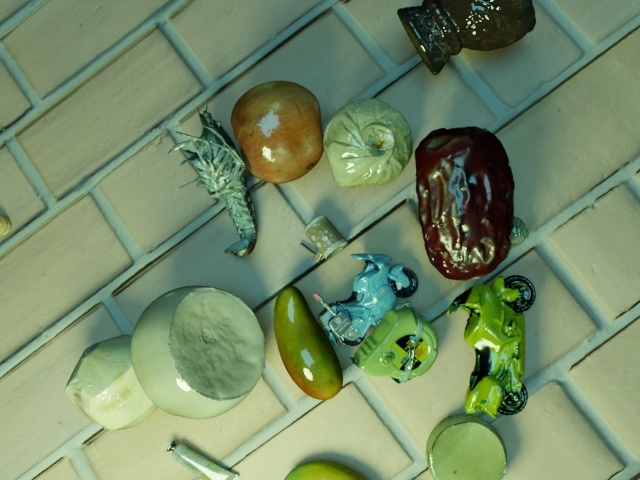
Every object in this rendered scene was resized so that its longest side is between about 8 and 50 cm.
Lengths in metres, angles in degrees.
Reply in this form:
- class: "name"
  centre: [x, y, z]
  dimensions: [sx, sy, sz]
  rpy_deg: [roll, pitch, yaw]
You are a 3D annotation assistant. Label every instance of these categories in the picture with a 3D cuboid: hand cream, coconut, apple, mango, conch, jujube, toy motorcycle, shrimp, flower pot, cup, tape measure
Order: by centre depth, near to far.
- class: "jujube"
  centre: [0.342, -0.097, 1.383]
  dimensions: [0.259, 0.258, 0.376]
  rpy_deg: [-13, 86, 6]
- class: "toy motorcycle"
  centre: [0.402, 0.244, 1.384]
  dimensions: [0.206, 0.142, 0.341]
  rpy_deg: [5, 81, 10]
- class: "mango"
  centre: [0.034, 0.611, 1.410]
  dimensions: [0.238, 0.091, 0.137]
  rpy_deg: [32, 82, 11]
- class: "tape measure"
  centre: [0.196, 0.254, 1.415]
  dimensions: [0.175, 0.106, 0.200]
  rpy_deg: [34, 90, -18]
- class: "mango"
  centre: [-0.041, 0.260, 1.442]
  dimensions: [0.129, 0.146, 0.289]
  rpy_deg: [-21, 73, -8]
- class: "coconut"
  centre: [-0.513, 0.346, 1.444]
  dimensions: [0.242, 0.241, 0.241]
  rpy_deg: [-1, 82, 8]
- class: "toy motorcycle"
  centre: [0.103, 0.134, 1.446]
  dimensions: [0.272, 0.123, 0.182]
  rpy_deg: [-43, 94, -7]
- class: "flower pot"
  centre: [0.351, -0.567, 1.452]
  dimensions: [0.267, 0.266, 0.266]
  rpy_deg: [-30, 79, 12]
- class: "conch"
  centre: [0.478, -0.031, 1.455]
  dimensions: [0.086, 0.056, 0.076]
  rpy_deg: [12, 71, 8]
- class: "apple"
  centre: [-0.100, -0.276, 1.476]
  dimensions: [0.254, 0.253, 0.253]
  rpy_deg: [-1, 82, 8]
- class: "hand cream"
  centre: [-0.305, 0.578, 1.485]
  dimensions: [0.195, 0.042, 0.067]
  rpy_deg: [31, 86, 6]
- class: "cup"
  centre: [0.006, -0.004, 1.515]
  dimensions: [0.074, 0.102, 0.099]
  rpy_deg: [-29, 75, -36]
- class: "shrimp"
  centre: [-0.261, -0.157, 1.522]
  dimensions: [0.222, 0.166, 0.410]
  rpy_deg: [-18, 104, 46]

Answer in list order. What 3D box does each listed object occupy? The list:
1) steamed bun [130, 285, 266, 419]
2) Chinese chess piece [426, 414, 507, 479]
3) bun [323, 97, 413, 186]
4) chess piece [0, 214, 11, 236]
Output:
- class: "steamed bun"
  centre: [-0.299, 0.268, 1.400]
  dimensions: [0.206, 0.324, 0.324]
  rpy_deg: [-26, 77, 41]
- class: "Chinese chess piece"
  centre: [0.346, 0.512, 1.387]
  dimensions: [0.189, 0.083, 0.188]
  rpy_deg: [0, 85, 5]
- class: "bun"
  centre: [0.132, -0.232, 1.447]
  dimensions: [0.244, 0.153, 0.243]
  rpy_deg: [-4, 100, -27]
- class: "chess piece"
  centre: [-0.926, -0.050, 1.612]
  dimensions: [0.066, 0.122, 0.066]
  rpy_deg: [-1, 82, 8]
